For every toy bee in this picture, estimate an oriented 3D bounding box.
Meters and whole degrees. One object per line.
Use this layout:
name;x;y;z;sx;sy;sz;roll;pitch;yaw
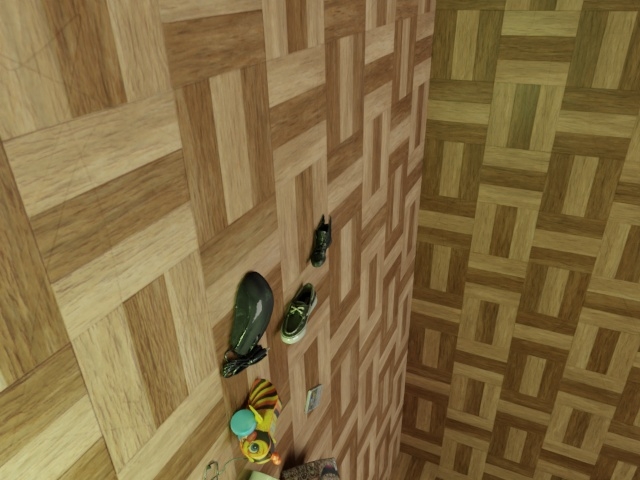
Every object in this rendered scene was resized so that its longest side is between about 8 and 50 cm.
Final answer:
toy bee;-0.165;0.540;1.338;0.195;0.162;0.298;54;51;-63

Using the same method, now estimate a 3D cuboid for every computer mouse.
computer mouse;-0.170;0.218;1.282;0.188;0.072;0.272;-13;113;-64

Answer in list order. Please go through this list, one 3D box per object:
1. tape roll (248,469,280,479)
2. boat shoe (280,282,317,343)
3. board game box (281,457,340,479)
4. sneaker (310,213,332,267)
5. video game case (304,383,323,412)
tape roll;-0.127;0.816;1.452;0.246;0.246;0.169;68;39;-53
boat shoe;-0.071;0.221;1.522;0.219;0.077;0.070;-65;156;-48
board game box;-0.005;0.959;1.767;0.232;0.141;0.291;47;23;-63
sneaker;0.002;0.000;1.615;0.089;0.051;0.170;78;27;-44
video game case;-0.026;0.610;1.891;0.122;0.011;0.087;9;93;-68
